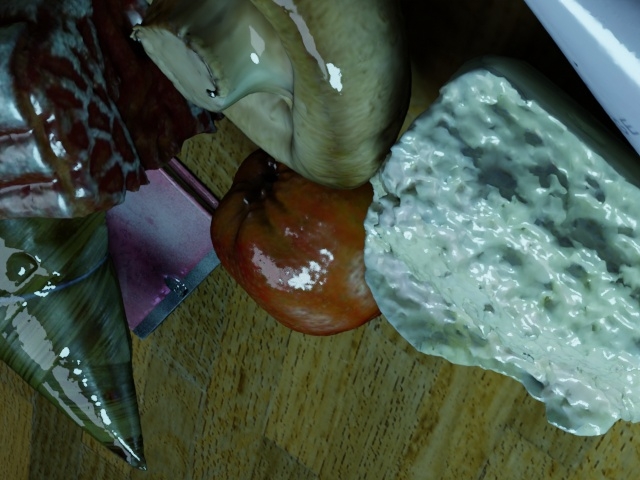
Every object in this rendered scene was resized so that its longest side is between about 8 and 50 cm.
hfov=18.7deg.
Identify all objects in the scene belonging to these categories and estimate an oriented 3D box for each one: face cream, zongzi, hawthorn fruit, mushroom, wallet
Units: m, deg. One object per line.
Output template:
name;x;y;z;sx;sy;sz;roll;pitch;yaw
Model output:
face cream;0.158;-0.109;0.990;0.274;0.154;0.096;40;107;-10
zongzi;-0.250;0.052;1.597;0.286;0.138;0.300;-9;104;58
hawthorn fruit;0.000;0.000;1.328;0.133;0.133;0.138;0;143;48
mushroom;-0.042;-0.150;1.179;0.278;0.146;0.278;48;167;15
wallet;-0.145;-0.001;1.584;0.119;0.025;0.232;45;147;-1

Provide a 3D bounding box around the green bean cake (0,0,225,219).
green bean cake;-0.160;-0.104;1.287;0.097;0.232;0.198;-5;125;25

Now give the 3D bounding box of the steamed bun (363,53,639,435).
steamed bun;0.131;0.017;1.128;0.225;0.170;0.200;41;-171;3
